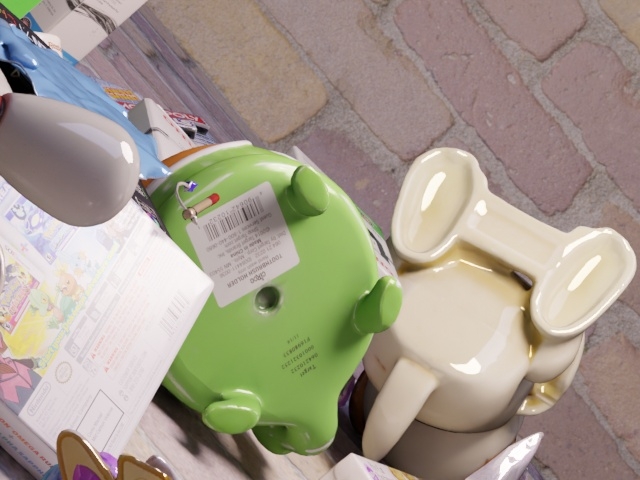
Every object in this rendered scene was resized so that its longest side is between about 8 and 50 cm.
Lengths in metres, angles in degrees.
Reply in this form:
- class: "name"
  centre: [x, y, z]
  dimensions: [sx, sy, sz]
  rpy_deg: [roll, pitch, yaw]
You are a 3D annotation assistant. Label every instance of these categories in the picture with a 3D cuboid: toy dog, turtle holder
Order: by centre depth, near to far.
- class: "toy dog"
  centre: [-0.294, -0.088, 1.093]
  dimensions: [0.333, 0.220, 0.161]
  rpy_deg: [46, -30, -7]
- class: "turtle holder"
  centre: [-0.061, 0.047, 1.632]
  dimensions: [0.320, 0.243, 0.227]
  rpy_deg: [36, -4, -32]
- class: "toy dog"
  centre: [0.177, 0.160, 2.125]
  dimensions: [0.285, 0.395, 0.408]
  rpy_deg: [21, -29, 8]

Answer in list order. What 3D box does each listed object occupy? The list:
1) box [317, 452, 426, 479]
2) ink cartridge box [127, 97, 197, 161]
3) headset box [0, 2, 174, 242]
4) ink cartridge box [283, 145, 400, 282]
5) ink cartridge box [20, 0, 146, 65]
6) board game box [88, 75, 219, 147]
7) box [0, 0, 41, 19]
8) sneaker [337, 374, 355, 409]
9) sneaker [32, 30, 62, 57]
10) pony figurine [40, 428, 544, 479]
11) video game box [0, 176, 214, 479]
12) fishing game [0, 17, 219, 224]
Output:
- class: "box"
  centre: [0.076, 0.294, 1.924]
  dimensions: [0.067, 0.063, 0.324]
  rpy_deg: [53, 7, 23]
- class: "ink cartridge box"
  centre: [-0.151, -0.012, 1.869]
  dimensions: [0.197, 0.114, 0.273]
  rpy_deg: [48, 9, -23]
- class: "headset box"
  centre: [-0.261, -0.071, 1.394]
  dimensions: [0.246, 0.131, 0.283]
  rpy_deg: [44, 10, -43]
- class: "ink cartridge box"
  centre: [0.000, 0.000, 1.902]
  dimensions: [0.153, 0.087, 0.208]
  rpy_deg: [44, 10, -17]
- class: "ink cartridge box"
  centre: [-0.304, -0.316, 2.140]
  dimensions: [0.148, 0.203, 0.086]
  rpy_deg: [55, 8, 32]
- class: "board game box"
  centre: [-0.207, -0.129, 2.098]
  dimensions: [0.194, 0.060, 0.194]
  rpy_deg: [6, 25, -32]
- class: "box"
  centre: [-0.346, -0.383, 1.982]
  dimensions: [0.127, 0.262, 0.231]
  rpy_deg: [47, 7, -36]
- class: "sneaker"
  centre: [-0.004, 0.158, 2.050]
  dimensions: [0.104, 0.095, 0.236]
  rpy_deg: [58, 5, -3]
- class: "sneaker"
  centre: [-0.273, -0.122, 1.640]
  dimensions: [0.290, 0.123, 0.106]
  rpy_deg: [53, 5, 11]
- class: "pony figurine"
  centre: [-0.007, 0.250, 0.930]
  dimensions: [0.363, 0.303, 0.351]
  rpy_deg: [66, 17, 6]
- class: "video game box"
  centre: [-0.182, 0.043, 1.193]
  dimensions: [0.187, 0.048, 0.205]
  rpy_deg: [50, 45, -24]
- class: "fishing game"
  centre: [-0.188, -0.101, 1.318]
  dimensions: [0.264, 0.041, 0.189]
  rpy_deg: [42, 7, -2]
